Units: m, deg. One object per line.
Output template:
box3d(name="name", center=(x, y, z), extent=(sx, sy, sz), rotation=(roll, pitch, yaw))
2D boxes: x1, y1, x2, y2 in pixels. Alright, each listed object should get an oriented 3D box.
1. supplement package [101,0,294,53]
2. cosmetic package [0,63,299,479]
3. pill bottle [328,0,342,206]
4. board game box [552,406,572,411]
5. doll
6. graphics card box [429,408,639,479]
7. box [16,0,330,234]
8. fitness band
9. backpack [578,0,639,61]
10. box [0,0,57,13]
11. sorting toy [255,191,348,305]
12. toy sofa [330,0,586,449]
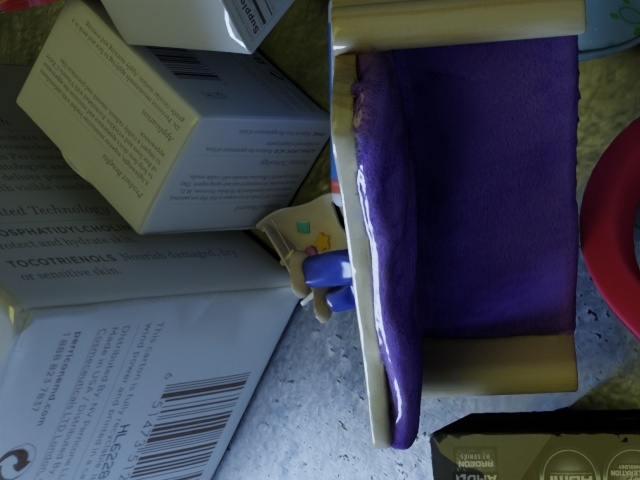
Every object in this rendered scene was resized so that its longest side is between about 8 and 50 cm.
box3d(name="supplement package", center=(-0.066, -0.274, 1.248), extent=(0.139, 0.244, 0.134), rotation=(10, 142, 38))
box3d(name="cosmetic package", center=(-0.301, 0.072, 1.422), extent=(0.393, 0.327, 0.329), rotation=(39, 116, 31))
box3d(name="pill bottle", center=(0.068, -0.136, 1.243), extent=(0.124, 0.124, 0.221), rotation=(2, 93, 38))
box3d(name="board game box", center=(0.167, 0.236, 1.252), extent=(0.126, 0.026, 0.186), rotation=(52, 122, 24))
box3d(name="doll", center=(0.069, 0.015, 1.263), extent=(0.189, 0.129, 0.046), rotation=(-14, 48, 26))
box3d(name="graphics card box", center=(0.213, 0.306, 1.148), extent=(0.233, 0.094, 0.371), rotation=(-3, 93, 28))
box3d(name="box", center=(-0.120, -0.107, 1.358), extent=(0.181, 0.182, 0.119), rotation=(45, 117, 26))
box3d(name="fitness band", center=(0.298, 0.008, 1.061), extent=(0.209, 0.054, 0.291), rotation=(-48, 51, 9))
box3d(name="backpack", center=(0.163, -0.247, 1.101), extent=(0.225, 0.191, 0.253), rotation=(-2, 114, 40))
box3d(name="box", center=(-0.222, -0.304, 1.358), extent=(0.122, 0.257, 0.128), rotation=(-12, 120, 1))
box3d(name="sorting toy", center=(0.000, 0.000, 1.361), extent=(0.075, 0.045, 0.083), rotation=(-40, 68, 25))
box3d(name="toy sofa", center=(0.095, -0.025, 1.052), extent=(0.150, 0.362, 0.177), rotation=(-4, 47, 4))
